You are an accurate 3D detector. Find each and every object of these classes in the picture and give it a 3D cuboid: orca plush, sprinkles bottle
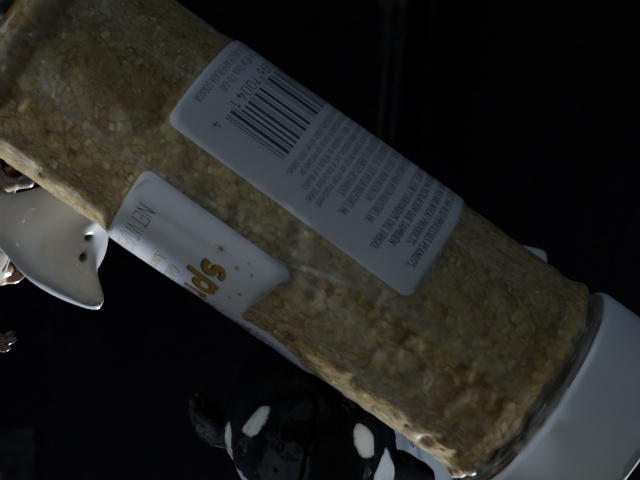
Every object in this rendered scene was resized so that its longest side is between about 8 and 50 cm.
[{"bbox_3d":[0.019,0.081,0.858,0.151,0.287,0.102,21,-79,19],"label":"orca plush"},{"bbox_3d":[0.000,0.000,0.683,0.355,0.121,0.121,35,-55,-3],"label":"sprinkles bottle"}]

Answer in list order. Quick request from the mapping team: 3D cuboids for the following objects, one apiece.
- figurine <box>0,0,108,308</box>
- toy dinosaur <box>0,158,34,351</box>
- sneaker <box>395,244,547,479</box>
[{"bbox_3d":[-0.196,-0.073,0.801,0.209,0.092,0.215,10,-79,25],"label":"figurine"},{"bbox_3d":[-0.357,0.011,1.235,0.295,0.200,0.127,-29,-152,6],"label":"toy dinosaur"},{"bbox_3d":[0.109,0.180,1.007,0.210,0.137,0.366,-41,-140,47],"label":"sneaker"}]
